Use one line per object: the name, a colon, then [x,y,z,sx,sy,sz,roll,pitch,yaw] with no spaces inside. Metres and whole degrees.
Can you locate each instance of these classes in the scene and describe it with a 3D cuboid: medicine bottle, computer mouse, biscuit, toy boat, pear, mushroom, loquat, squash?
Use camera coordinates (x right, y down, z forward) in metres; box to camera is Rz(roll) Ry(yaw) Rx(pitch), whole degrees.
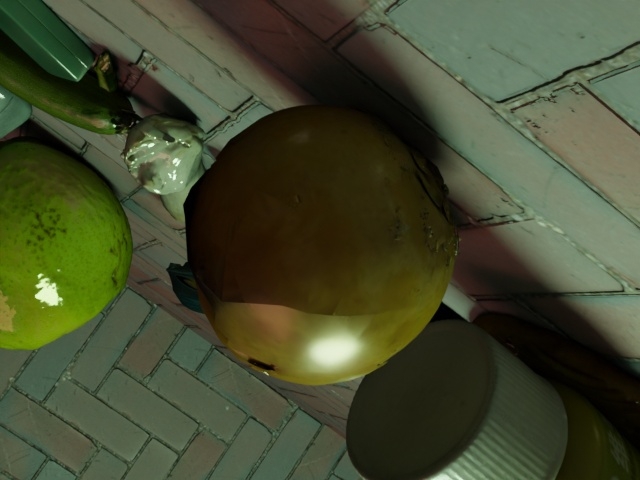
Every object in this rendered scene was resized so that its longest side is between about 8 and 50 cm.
medicine bottle: [0.215,0.259,1.165,0.384,0.224,0.224,41,166,-32]
computer mouse: [-0.595,-0.231,1.834,0.188,0.122,0.371,40,169,-23]
biscuit: [0.303,0.186,1.277,0.318,0.040,0.318,32,166,9]
toy boat: [-0.129,0.064,1.715,0.296,0.122,0.114,11,175,39]
pear: [-0.528,-0.008,1.981,0.391,0.391,0.391,32,167,8]
mushroom: [-0.178,-0.089,1.359,0.096,0.099,0.278,60,175,10]
loquat: [0.000,0.000,0.927,0.235,0.235,0.235,32,167,8]
squash: [-0.347,-0.207,1.392,0.318,0.080,0.071,34,-155,8]

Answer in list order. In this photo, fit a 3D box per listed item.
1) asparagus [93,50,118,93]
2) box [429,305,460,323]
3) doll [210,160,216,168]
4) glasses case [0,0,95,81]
asparagus: [-0.248,-0.195,1.292,0.025,0.021,0.108,35,167,0]
box: [0.069,0.093,1.448,0.168,0.071,0.259,37,167,-13]
doll: [-0.088,-0.013,1.410,0.137,0.097,0.209,31,163,40]
glasses case: [-0.339,-0.255,1.259,0.078,0.039,0.184,22,162,44]
